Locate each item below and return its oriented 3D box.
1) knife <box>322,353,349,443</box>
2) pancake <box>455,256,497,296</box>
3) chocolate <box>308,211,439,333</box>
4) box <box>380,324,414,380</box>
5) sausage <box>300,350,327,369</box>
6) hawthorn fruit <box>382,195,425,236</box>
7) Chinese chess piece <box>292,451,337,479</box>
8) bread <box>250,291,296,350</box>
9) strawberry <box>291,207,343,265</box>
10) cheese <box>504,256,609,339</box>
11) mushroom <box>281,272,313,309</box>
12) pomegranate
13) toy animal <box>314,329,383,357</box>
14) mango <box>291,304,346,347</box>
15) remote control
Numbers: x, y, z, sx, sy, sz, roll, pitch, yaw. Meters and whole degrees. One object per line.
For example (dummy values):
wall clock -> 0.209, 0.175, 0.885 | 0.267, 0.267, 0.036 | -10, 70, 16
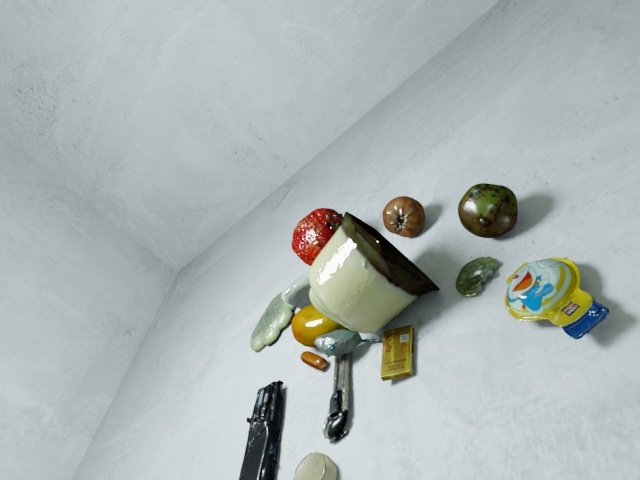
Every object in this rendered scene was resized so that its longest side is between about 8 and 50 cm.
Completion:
knife -> 0.049, 0.405, 1.392 | 0.089, 0.043, 0.365 | -31, 25, 23
pancake -> 0.411, 0.092, 1.286 | 0.129, 0.022, 0.116 | -48, 19, -1
chocolate -> 0.125, 0.126, 1.406 | 0.297, 0.314, 0.326 | -54, 23, 4
box -> 0.206, 0.298, 1.288 | 0.089, 0.022, 0.156 | -19, 33, 23
sausage -> -0.020, 0.386, 1.553 | 0.039, 0.041, 0.131 | -33, 15, -26
hawthorn fruit -> 0.287, -0.099, 1.680 | 0.149, 0.149, 0.189 | -36, 28, 25
Chinese chess piece -> -0.014, 0.586, 1.188 | 0.122, 0.051, 0.122 | -39, 21, 18
bread -> -0.181, 0.316, 1.959 | 0.207, 0.056, 0.287 | -22, 34, 50
strawberry -> 0.000, 0.000, 1.887 | 0.288, 0.250, 0.239 | 0, 46, 40
cheese -> 0.492, 0.117, 1.030 | 0.177, 0.069, 0.270 | -44, 22, 6
mushroom -> 0.029, 0.143, 1.740 | 0.328, 0.159, 0.122 | -37, 64, 18
pomegranate -> 0.470, -0.089, 1.342 | 0.159, 0.159, 0.205 | -34, 0, 30
toy animal -> 0.103, 0.302, 1.417 | 0.252, 0.070, 0.079 | -4, 55, 24
mango -> -0.004, 0.281, 1.599 | 0.221, 0.120, 0.152 | -9, 41, 46
remote control -> -0.177, 0.594, 1.458 | 0.144, 0.062, 0.399 | -37, 24, 22
